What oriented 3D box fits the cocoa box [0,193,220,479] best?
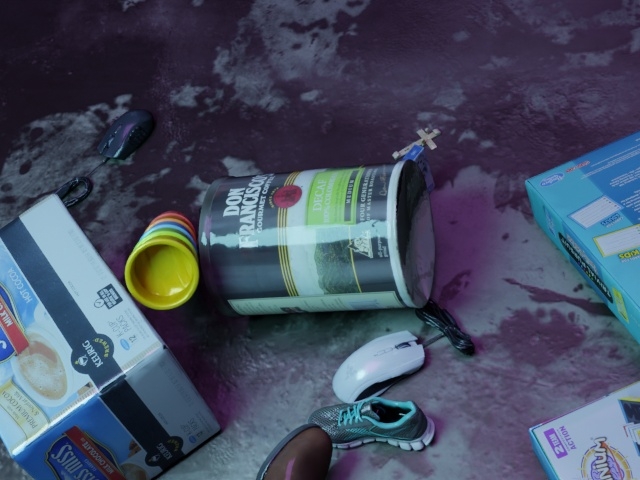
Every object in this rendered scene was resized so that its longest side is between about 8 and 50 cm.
[{"bbox_3d":[-0.341,0.157,1.486,0.228,0.231,0.347,-35,53,-10],"label":"cocoa box"}]

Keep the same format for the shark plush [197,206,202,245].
[{"bbox_3d":[-0.117,-0.025,1.687,0.161,0.073,0.067,-19,69,-23],"label":"shark plush"}]

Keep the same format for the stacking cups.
[{"bbox_3d":[-0.207,0.013,1.547,0.096,0.096,0.316,-21,11,2],"label":"stacking cups"}]

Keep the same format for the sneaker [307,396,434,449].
[{"bbox_3d":[0.060,0.226,1.410,0.167,0.076,0.065,-3,53,15],"label":"sneaker"}]

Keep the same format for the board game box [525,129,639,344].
[{"bbox_3d":[0.453,-0.018,1.413,0.254,0.079,0.336,-24,36,-2],"label":"board game box"}]

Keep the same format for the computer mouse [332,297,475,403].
[{"bbox_3d":[0.101,0.153,1.473,0.193,0.042,0.106,-30,52,-6],"label":"computer mouse"}]

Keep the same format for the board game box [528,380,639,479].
[{"bbox_3d":[0.438,0.263,1.271,0.317,0.064,0.242,-23,51,0],"label":"board game box"}]

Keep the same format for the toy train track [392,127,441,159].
[{"bbox_3d":[0.149,-0.152,1.703,0.083,0.014,0.048,-31,51,-6],"label":"toy train track"}]

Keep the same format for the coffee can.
[{"bbox_3d":[0.000,0.000,1.504,0.275,0.201,0.201,-4,53,19],"label":"coffee can"}]

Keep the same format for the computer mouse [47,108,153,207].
[{"bbox_3d":[-0.373,-0.139,1.839,0.071,0.041,0.242,29,68,32],"label":"computer mouse"}]

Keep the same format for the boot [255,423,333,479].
[{"bbox_3d":[0.027,0.356,1.262,0.280,0.096,0.264,7,56,42],"label":"boot"}]

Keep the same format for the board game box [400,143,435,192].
[{"bbox_3d":[0.128,-0.079,1.606,0.020,0.090,0.090,25,65,34],"label":"board game box"}]
